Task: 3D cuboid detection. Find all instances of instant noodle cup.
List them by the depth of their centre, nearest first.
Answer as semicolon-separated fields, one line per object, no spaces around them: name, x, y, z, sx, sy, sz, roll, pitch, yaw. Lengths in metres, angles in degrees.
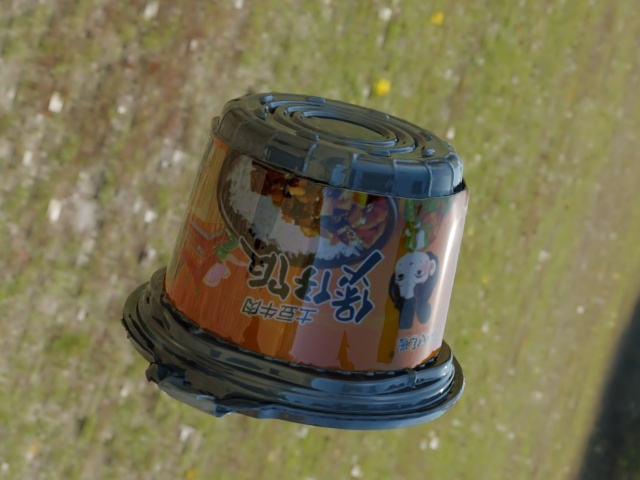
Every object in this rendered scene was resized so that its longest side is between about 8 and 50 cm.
instant noodle cup;0.000;0.000;0.754;0.208;0.177;0.126;-55;160;-71
